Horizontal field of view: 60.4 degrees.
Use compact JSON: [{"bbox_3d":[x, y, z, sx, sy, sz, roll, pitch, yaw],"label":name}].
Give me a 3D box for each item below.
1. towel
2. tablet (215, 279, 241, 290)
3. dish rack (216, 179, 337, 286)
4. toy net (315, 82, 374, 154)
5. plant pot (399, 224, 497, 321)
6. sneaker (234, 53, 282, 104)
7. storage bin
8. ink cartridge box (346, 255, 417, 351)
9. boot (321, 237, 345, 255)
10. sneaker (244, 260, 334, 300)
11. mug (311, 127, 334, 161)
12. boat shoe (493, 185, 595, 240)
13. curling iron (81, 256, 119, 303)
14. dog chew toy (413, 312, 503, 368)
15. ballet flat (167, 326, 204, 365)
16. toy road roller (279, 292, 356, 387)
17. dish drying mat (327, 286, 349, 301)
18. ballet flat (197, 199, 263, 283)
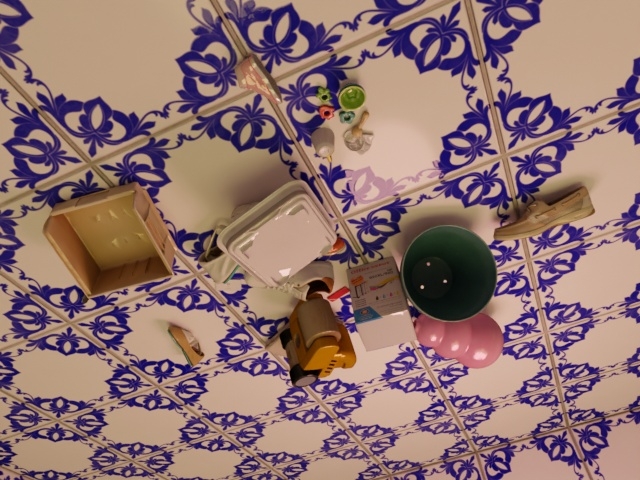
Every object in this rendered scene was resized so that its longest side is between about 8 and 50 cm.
[{"bbox_3d":[-0.058,0.351,2.031,0.187,0.049,0.282,28,124,-29],"label":"towel"},{"bbox_3d":[-0.304,0.148,1.816,0.083,0.006,0.054,0,135,-9],"label":"tablet"},{"bbox_3d":[-0.097,0.005,1.501,0.286,0.072,0.333,-36,147,2],"label":"dish rack"},{"bbox_3d":[0.071,-0.294,1.395,0.122,0.045,0.232,-15,135,7],"label":"toy net"},{"bbox_3d":[0.375,0.108,1.721,0.290,0.290,0.195,-3,172,-5],"label":"plant pot"},{"bbox_3d":[-0.148,-0.365,1.288,0.070,0.051,0.134,-25,130,19],"label":"sneaker"},{"bbox_3d":[-0.571,-0.001,1.521,0.262,0.123,0.260,-14,126,7],"label":"storage bin"},{"bbox_3d":[0.196,0.204,1.786,0.171,0.232,0.168,-16,133,8],"label":"ink cartridge box"},{"bbox_3d":[0.000,0.000,1.677,0.158,0.059,0.084,-2,130,-5],"label":"boot"},{"bbox_3d":[-0.098,0.131,1.749,0.290,0.123,0.105,-4,138,-3],"label":"sneaker"},{"bbox_3d":[0.015,-0.245,1.423,0.078,0.064,0.062,27,125,-31],"label":"mug"},{"bbox_3d":[0.668,-0.079,1.675,0.302,0.109,0.098,-19,95,12],"label":"boat shoe"},{"bbox_3d":[-0.686,0.124,1.714,0.068,0.035,0.274,27,126,-30],"label":"curling iron"},{"bbox_3d":[0.493,0.346,2.007,0.332,0.206,0.206,15,132,-12],"label":"dog chew toy"},{"bbox_3d":[-0.480,0.367,1.981,0.073,0.080,0.232,-32,141,-16],"label":"ballet flat"},{"bbox_3d":[0.018,0.338,1.865,0.241,0.202,0.329,-1,140,-24],"label":"toy road roller"},{"bbox_3d":[0.063,0.188,1.910,0.083,0.008,0.032,-35,129,25],"label":"dish drying mat"},{"bbox_3d":[-0.230,-0.019,1.586,0.139,0.139,0.400,25,128,-30],"label":"ballet flat"}]
